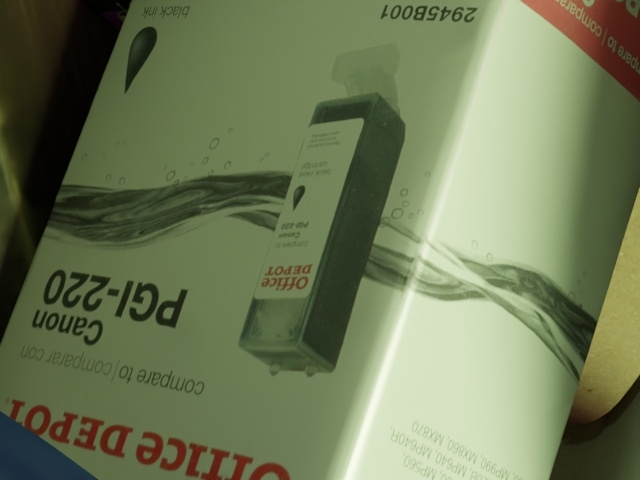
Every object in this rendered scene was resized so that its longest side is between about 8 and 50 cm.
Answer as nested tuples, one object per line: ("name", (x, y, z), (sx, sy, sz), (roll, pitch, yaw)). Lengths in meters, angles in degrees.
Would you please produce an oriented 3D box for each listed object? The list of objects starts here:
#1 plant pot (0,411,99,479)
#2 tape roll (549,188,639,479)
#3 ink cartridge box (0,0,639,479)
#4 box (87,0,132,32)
("plant pot", (-0.079, 0.162, 0.368), (0.236, 0.236, 0.212), (-47, 119, -13))
("tape roll", (0.131, -0.030, 0.628), (0.072, 0.392, 0.392), (12, 74, -8))
("ink cartridge box", (0.000, 0.000, 0.559), (0.092, 0.158, 0.218), (30, 73, -44))
("box", (-0.011, -0.089, 0.687), (0.162, 0.029, 0.116), (43, 55, -42))
